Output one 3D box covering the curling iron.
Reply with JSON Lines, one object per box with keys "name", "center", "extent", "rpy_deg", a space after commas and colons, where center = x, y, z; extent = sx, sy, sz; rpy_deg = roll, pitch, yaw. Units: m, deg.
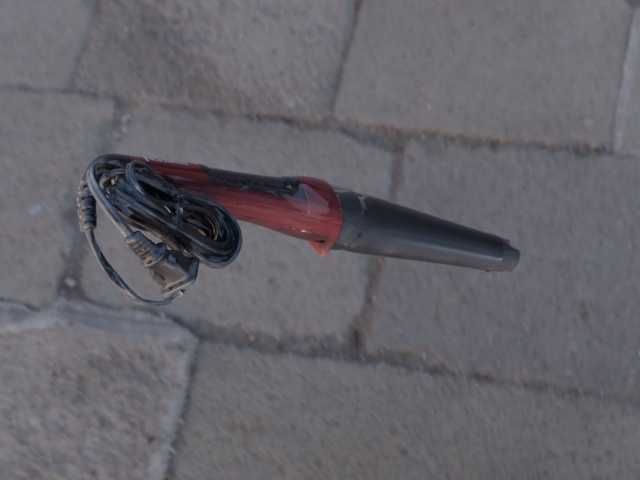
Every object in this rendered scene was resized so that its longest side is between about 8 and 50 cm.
{"name": "curling iron", "center": [0.000, 0.000, 0.682], "extent": [0.035, 0.274, 0.068], "rpy_deg": [-33, 65, 36]}
